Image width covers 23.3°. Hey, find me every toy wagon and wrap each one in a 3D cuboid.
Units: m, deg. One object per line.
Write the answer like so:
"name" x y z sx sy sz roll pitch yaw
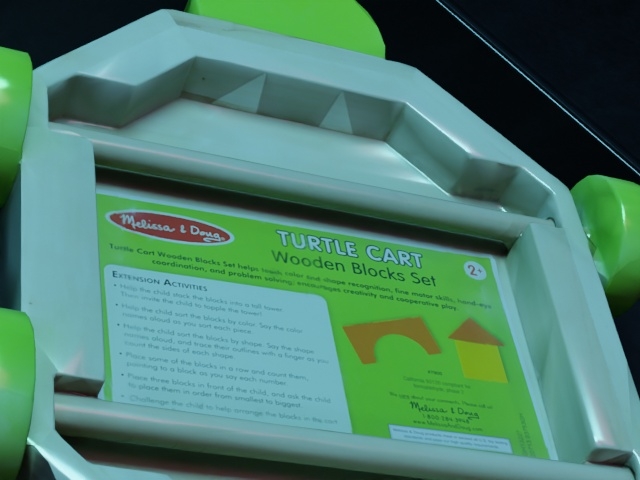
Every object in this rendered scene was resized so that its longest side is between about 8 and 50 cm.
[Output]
"toy wagon" 0.000 0.000 0.558 0.267 0.068 0.344 11 43 -21
